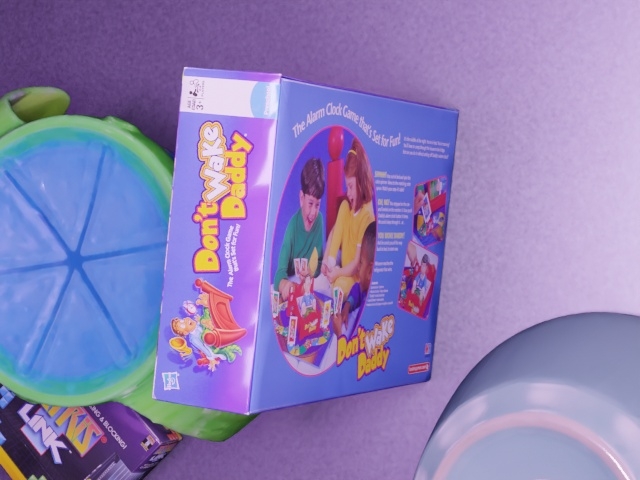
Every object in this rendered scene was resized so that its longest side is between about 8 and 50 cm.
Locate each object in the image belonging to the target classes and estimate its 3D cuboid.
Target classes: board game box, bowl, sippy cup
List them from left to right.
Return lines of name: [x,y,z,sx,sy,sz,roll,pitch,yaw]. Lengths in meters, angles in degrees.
board game box: [-0.229,0.165,1.671,0.141,0.048,0.170,-47,73,18]
sippy cup: [-0.157,0.016,1.544,0.240,0.224,0.305,-3,88,24]
board game box: [0.000,0.000,1.408,0.078,0.347,0.233,7,92,24]
bowl: [0.191,0.212,1.415,0.311,0.163,0.311,0,89,28]
